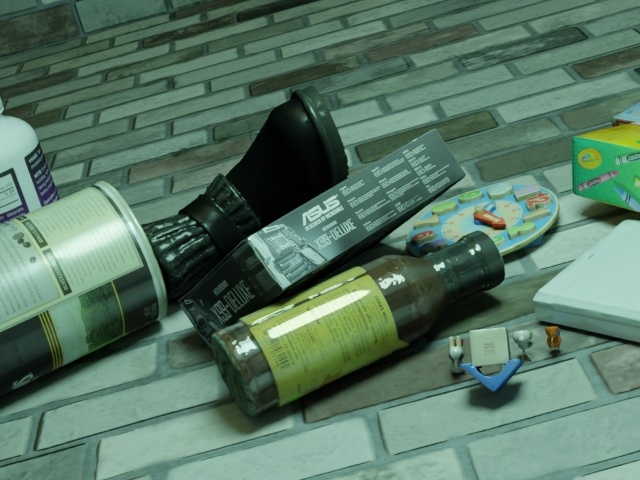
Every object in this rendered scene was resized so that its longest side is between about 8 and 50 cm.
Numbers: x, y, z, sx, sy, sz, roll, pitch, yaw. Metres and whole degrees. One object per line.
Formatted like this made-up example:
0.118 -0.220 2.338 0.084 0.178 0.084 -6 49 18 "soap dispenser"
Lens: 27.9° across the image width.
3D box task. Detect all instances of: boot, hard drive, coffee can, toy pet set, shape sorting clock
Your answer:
-0.114 -0.049 1.686 0.260 0.131 0.348 -23 -19 -21 "boot"
0.415 0.053 1.399 0.307 0.040 0.203 10 35 46 "hard drive"
-0.362 0.067 1.638 0.275 0.201 0.201 -26 26 -21 "coffee can"
0.195 0.129 1.372 0.122 0.065 0.114 -7 -10 12 "toy pet set"
0.211 -0.025 1.688 0.206 0.040 0.206 -13 24 6 "shape sorting clock"

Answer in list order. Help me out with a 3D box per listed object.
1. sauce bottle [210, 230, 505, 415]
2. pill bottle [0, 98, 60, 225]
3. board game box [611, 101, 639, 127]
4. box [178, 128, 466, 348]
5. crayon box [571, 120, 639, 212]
0.050 0.085 1.463 0.344 0.111 0.111 -23 25 -16 "sauce bottle"
-0.453 -0.045 1.787 0.182 0.323 0.181 -13 24 6 "pill bottle"
0.561 -0.170 1.804 0.145 0.027 0.281 -30 28 -26 "board game box"
0.000 0.000 1.580 0.307 0.076 0.242 -31 -5 -31 "box"
0.458 -0.084 1.565 0.165 0.081 0.278 -13 19 -28 "crayon box"
